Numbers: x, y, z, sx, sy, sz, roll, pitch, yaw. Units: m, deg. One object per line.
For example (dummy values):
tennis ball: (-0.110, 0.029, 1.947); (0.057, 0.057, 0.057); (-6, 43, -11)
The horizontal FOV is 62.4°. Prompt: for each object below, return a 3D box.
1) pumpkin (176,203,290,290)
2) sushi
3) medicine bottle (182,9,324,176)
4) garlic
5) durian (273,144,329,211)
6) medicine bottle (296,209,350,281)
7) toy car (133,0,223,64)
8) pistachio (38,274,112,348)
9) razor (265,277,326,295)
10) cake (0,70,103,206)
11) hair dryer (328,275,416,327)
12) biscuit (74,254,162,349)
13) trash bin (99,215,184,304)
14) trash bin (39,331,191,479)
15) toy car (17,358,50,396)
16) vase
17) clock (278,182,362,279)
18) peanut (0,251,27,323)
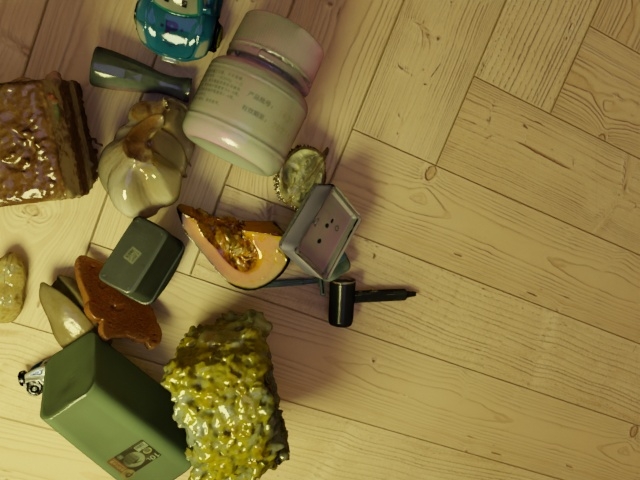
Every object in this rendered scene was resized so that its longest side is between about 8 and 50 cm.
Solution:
pumpkin: (-0.194, -0.012, 1.280); (0.190, 0.139, 0.281); (-34, 108, 0)
sushi: (-0.208, 0.346, 1.223); (0.239, 0.396, 0.352); (-9, 97, -6)
medicine bottle: (-0.141, -0.322, 1.174); (0.241, 0.241, 0.302); (26, 87, -15)
garlic: (-0.391, -0.174, 1.191); (0.184, 0.203, 0.281); (-4, 62, 15)
durian: (-0.048, -0.166, 1.305); (0.188, 0.091, 0.148); (-47, 116, -11)
medicine bottle: (0.000, 0.000, 1.357); (0.090, 0.053, 0.209); (-31, 100, -22)
toy car: (-0.295, -0.546, 1.142); (0.198, 0.166, 0.314); (14, 99, -10)
pistachio: (-0.582, 0.185, 1.255); (0.135, 0.136, 0.226); (-28, 103, -5)
razor: (-0.093, 0.111, 1.384); (0.211, 0.036, 0.084); (-4, 78, -4)
cake: (-0.629, -0.201, 1.083); (0.281, 0.290, 0.256); (-9, 101, -6)
hair dryer: (0.144, 0.166, 1.425); (0.255, 0.070, 0.128); (1, 102, -16)
biscuit: (-0.484, 0.149, 1.251); (0.280, 0.183, 0.043); (46, 121, -4)
trash bin: (-0.398, 0.049, 1.199); (0.101, 0.236, 0.177); (30, 77, 0)
trash bin: (-0.465, 0.401, 1.212); (0.158, 0.223, 0.343); (-34, 127, -2)
toy car: (-0.644, 0.329, 1.291); (0.170, 0.080, 0.071); (-2, 101, -10)
vase: (-0.403, -0.368, 1.200); (0.214, 0.086, 0.086); (11, 99, -18)
clock: (0.004, -0.023, 1.264); (0.145, 0.073, 0.193); (46, 66, -42)
peanut: (-0.729, 0.113, 1.230); (0.080, 0.080, 0.175); (10, 100, -13)
